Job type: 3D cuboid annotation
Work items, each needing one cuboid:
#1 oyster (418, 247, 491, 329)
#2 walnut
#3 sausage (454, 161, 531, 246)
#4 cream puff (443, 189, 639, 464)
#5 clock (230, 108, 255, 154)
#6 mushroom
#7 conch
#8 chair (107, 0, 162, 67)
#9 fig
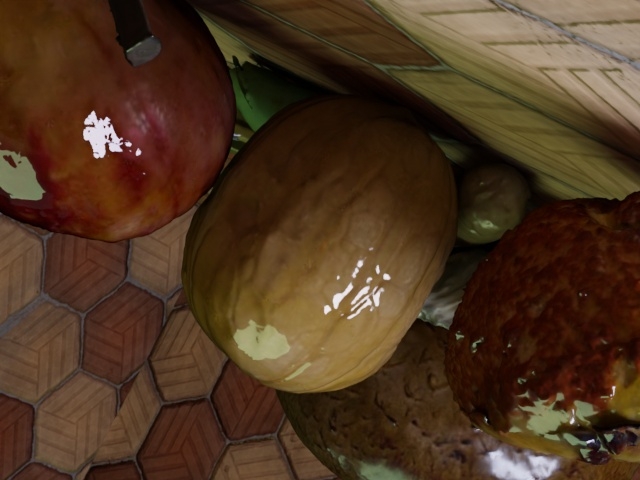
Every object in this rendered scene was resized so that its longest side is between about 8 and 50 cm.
[{"bbox_3d":[0.228,0.052,1.473,0.354,0.107,0.201,7,-176,-9],"label":"oyster"},{"bbox_3d":[0.000,0.000,1.385,0.193,0.225,0.193,31,-169,-7],"label":"walnut"},{"bbox_3d":[0.114,-0.027,1.516,0.066,0.066,0.301,28,178,-5],"label":"sausage"},{"bbox_3d":[0.187,0.048,1.091,0.240,0.164,0.240,7,-176,-1],"label":"cream puff"},{"bbox_3d":[-0.098,-0.123,1.784,0.237,0.057,0.237,25,177,1],"label":"clock"},{"bbox_3d":[0.128,0.111,1.665,0.345,0.345,0.239,24,139,50],"label":"mushroom"},{"bbox_3d":[-0.006,-0.085,1.534,0.170,0.079,0.106,42,173,12],"label":"conch"},{"bbox_3d":[-0.214,-0.213,0.830,0.175,0.183,0.326,32,-141,-63],"label":"chair"},{"bbox_3d":[-0.183,-0.112,1.329,0.224,0.224,0.263,24,174,44],"label":"fig"}]
